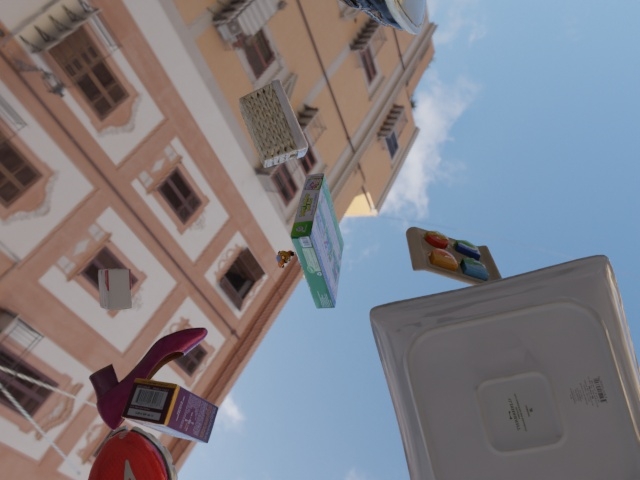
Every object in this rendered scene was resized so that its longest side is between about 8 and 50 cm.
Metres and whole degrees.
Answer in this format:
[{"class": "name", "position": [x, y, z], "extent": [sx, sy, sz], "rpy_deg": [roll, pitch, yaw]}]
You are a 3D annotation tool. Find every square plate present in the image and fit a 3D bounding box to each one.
[{"class": "square plate", "position": [0.268, 0.225, 0.694], "extent": [0.343, 0.049, 0.348], "rpy_deg": [-15, -97, 12]}]

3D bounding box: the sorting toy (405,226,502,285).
[{"class": "sorting toy", "position": [0.309, 0.034, 1.181], "extent": [0.208, 0.038, 0.193], "rpy_deg": [13, -151, -4]}]

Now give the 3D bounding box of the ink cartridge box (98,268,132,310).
[{"class": "ink cartridge box", "position": [-0.565, 0.132, 1.395], "extent": [0.063, 0.109, 0.150], "rpy_deg": [-3, 178, -31]}]

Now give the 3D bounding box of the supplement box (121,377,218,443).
[{"class": "supplement box", "position": [-0.306, 0.357, 1.057], "extent": [0.104, 0.188, 0.081], "rpy_deg": [2, -120, 20]}]

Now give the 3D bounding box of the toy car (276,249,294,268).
[{"class": "toy car", "position": [-0.093, 0.034, 1.354], "extent": [0.040, 0.122, 0.060], "rpy_deg": [40, -111, 1]}]

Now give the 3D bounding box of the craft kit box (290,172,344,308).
[{"class": "craft kit box", "position": [0.000, 0.000, 1.294], "extent": [0.060, 0.250, 0.247], "rpy_deg": [-4, -140, 17]}]

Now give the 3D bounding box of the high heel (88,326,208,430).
[{"class": "high heel", "position": [-0.494, 0.412, 1.553], "extent": [0.377, 0.127, 0.181], "rpy_deg": [-27, -110, -17]}]

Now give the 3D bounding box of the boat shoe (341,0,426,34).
[{"class": "boat shoe", "position": [0.027, -0.331, 0.567], "extent": [0.112, 0.340, 0.127], "rpy_deg": [5, -88, 29]}]

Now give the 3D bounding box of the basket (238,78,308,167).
[{"class": "basket", "position": [-0.110, -0.257, 1.153], "extent": [0.103, 0.167, 0.113], "rpy_deg": [-24, -178, -8]}]

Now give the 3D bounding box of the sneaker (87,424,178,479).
[{"class": "sneaker", "position": [-0.232, 0.345, 0.537], "extent": [0.107, 0.118, 0.279], "rpy_deg": [13, -96, 3]}]
